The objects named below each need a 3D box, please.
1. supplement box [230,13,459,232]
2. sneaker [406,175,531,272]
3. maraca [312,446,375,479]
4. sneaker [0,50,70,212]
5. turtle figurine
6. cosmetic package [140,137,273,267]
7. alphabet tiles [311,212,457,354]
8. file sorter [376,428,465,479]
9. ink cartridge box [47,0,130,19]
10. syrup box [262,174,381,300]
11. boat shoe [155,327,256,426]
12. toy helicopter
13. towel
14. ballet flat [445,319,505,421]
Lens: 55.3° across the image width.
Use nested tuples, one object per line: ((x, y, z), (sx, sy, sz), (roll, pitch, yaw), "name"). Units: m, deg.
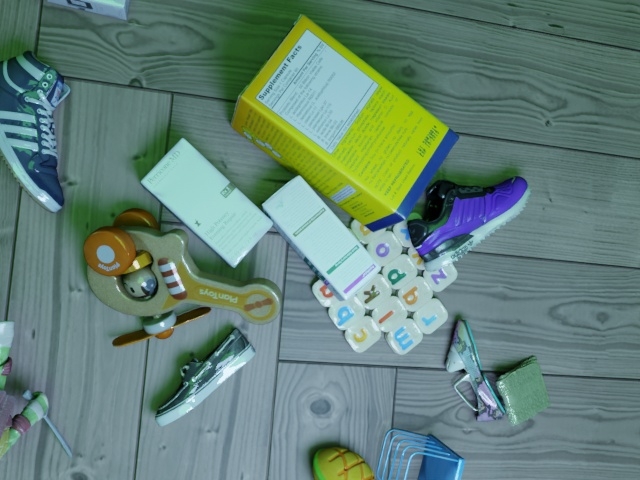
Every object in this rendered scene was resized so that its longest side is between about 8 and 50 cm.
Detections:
((0.037, -0.203, 1.137), (0.356, 0.195, 0.194), (36, 77, -7), "supplement box")
((0.295, -0.074, 1.237), (0.293, 0.102, 0.146), (-36, 94, -17), "sneaker")
((0.062, 0.466, 1.162), (0.185, 0.127, 0.099), (37, 109, 1), "maraca")
((-0.492, -0.200, 1.077), (0.153, 0.099, 0.282), (-31, 92, -10), "sneaker")
((-0.560, 0.269, 0.987), (0.197, 0.275, 0.266), (-6, 85, 1), "turtle figurine")
((-0.212, -0.067, 1.142), (0.231, 0.085, 0.117), (42, 80, -9), "cosmetic package")
((0.134, 0.083, 1.245), (0.278, 0.021, 0.284), (-36, 96, -14), "alphabet tiles")
((0.185, 0.442, 1.169), (0.104, 0.170, 0.118), (16, 85, -8), "file sorter")
((-0.440, -0.484, 1.118), (0.180, 0.060, 0.104), (10, 87, -12), "ink cartridge box")
((0.000, 0.000, 1.161), (0.096, 0.093, 0.237), (-40, 87, -8), "syrup box")
((-0.225, 0.251, 1.135), (0.219, 0.078, 0.070), (-39, 97, -19), "boat shoe")
((-0.245, 0.095, 1.092), (0.355, 0.140, 0.235), (12, 110, 3), "toy helicopter")
((0.424, 0.314, 1.272), (0.148, 0.027, 0.110), (-15, 85, -40), "towel")
((0.306, 0.275, 1.256), (0.079, 0.077, 0.222), (-23, 94, 7), "ballet flat")
